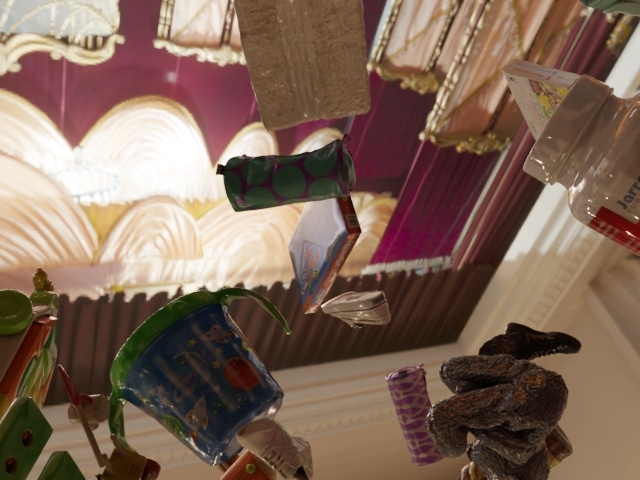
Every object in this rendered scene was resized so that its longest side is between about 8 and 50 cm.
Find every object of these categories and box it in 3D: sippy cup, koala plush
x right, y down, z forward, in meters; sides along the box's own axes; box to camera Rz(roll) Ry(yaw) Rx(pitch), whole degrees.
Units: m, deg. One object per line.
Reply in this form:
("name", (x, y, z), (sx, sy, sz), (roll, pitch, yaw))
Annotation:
("sippy cup", (-0.190, 0.241, 1.116), (0.224, 0.305, 0.240), (43, -153, 20))
("koala plush", (0.298, 0.313, 1.046), (0.204, 0.221, 0.196), (-10, -161, 24))

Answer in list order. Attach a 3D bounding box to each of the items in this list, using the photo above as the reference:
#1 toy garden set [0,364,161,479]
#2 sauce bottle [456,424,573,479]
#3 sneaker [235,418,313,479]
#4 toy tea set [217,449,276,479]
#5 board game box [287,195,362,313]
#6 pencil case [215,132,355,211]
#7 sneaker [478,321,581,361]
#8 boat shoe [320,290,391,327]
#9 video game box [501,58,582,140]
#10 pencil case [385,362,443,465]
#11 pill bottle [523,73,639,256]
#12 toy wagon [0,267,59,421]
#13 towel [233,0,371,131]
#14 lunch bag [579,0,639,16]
("toy garden set", (-0.234, 0.236, 0.616), (0.049, 0.244, 0.203), (-9, -149, 13))
("sauce bottle", (0.395, 0.524, 1.490), (0.111, 0.344, 0.111), (44, -166, -14))
("sneaker", (-0.057, 0.298, 0.940), (0.152, 0.054, 0.061), (38, -163, -38))
("toy tea set", (-0.138, 0.521, 1.481), (0.124, 0.200, 0.336), (-37, -167, -12))
("board game box", (0.000, 0.000, 1.133), (0.027, 0.281, 0.145), (-4, -119, -19))
("pencil case", (-0.036, -0.074, 0.755), (0.152, 0.064, 0.070), (-6, -104, 18))
("sneaker", (0.391, 0.208, 1.249), (0.170, 0.051, 0.089), (12, -125, 31))
("boat shoe", (0.096, 0.189, 1.776), (0.096, 0.268, 0.088), (-27, -83, -34))
("video game box", (0.474, -0.261, 1.338), (0.205, 0.048, 0.187), (49, 178, -36))
("pencil case", (0.200, 0.354, 1.365), (0.088, 0.205, 0.086), (-17, -179, 2))
("pill bottle", (0.528, -0.078, 0.989), (0.408, 0.229, 0.229), (33, -141, 16))
("toy wagon", (-0.396, 0.178, 0.843), (0.068, 0.267, 0.344), (17, -137, -7))
("towel", (-0.021, -0.291, 1.014), (0.187, 0.282, 0.049), (-10, -132, 2))
("lunch bag", (0.400, -0.415, 0.847), (0.224, 0.262, 0.160), (-7, -173, -35))
